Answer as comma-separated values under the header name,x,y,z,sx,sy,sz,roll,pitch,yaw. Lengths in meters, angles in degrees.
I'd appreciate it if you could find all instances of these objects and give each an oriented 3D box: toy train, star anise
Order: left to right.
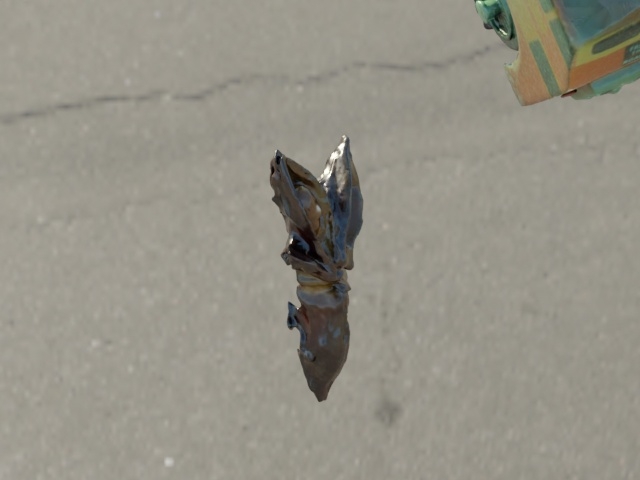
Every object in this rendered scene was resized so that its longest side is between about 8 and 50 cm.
name,x,y,z,sx,sy,sz,roll,pitch,yaw
star anise,0.004,0.000,1.345,0.053,0.212,0.157,2,45,20
toy train,0.078,-0.142,0.665,0.072,0.188,0.099,-24,4,-7
